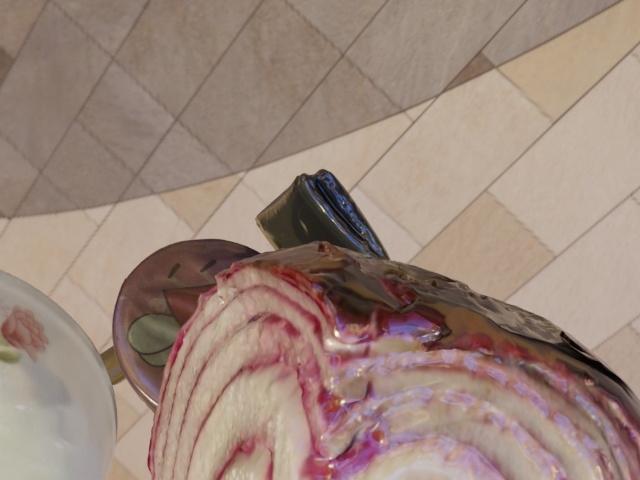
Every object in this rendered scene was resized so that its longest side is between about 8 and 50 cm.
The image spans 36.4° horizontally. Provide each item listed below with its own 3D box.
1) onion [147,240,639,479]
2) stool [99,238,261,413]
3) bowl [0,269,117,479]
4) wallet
[{"bbox_3d":[0.035,0.117,0.456,0.207,0.206,0.216,13,92,-24],"label":"onion"},{"bbox_3d":[-0.157,0.150,1.297,0.272,0.272,0.178,42,143,2],"label":"stool"},{"bbox_3d":[-0.265,0.157,0.614,0.277,0.145,0.277,-5,114,-11],"label":"bowl"},{"bbox_3d":[0.000,0.000,1.272,0.168,0.052,0.245,51,157,-3],"label":"wallet"}]
